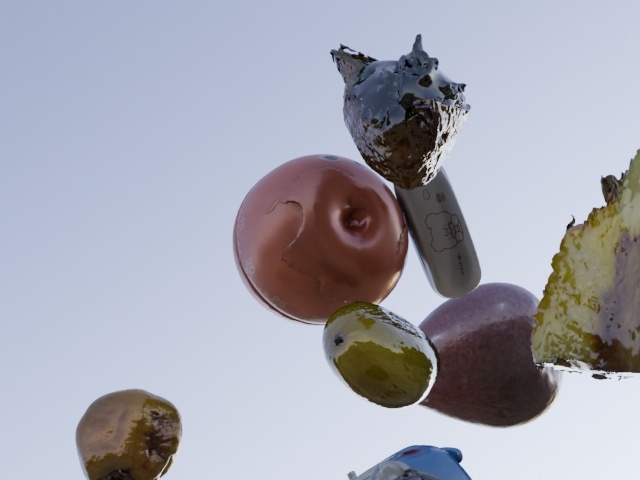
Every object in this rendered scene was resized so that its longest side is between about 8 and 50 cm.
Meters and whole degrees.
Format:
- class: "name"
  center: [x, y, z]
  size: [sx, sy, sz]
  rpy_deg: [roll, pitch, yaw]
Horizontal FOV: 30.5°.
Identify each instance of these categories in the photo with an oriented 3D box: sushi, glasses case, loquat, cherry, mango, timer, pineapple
- class: "sushi"
  center: [0.103, -0.167, 1.407]
  size: [0.149, 0.287, 0.140]
  rpy_deg: [-13, -59, -4]
- class: "glasses case"
  center: [0.157, -0.016, 1.574]
  size: [0.074, 0.193, 0.049]
  rpy_deg: [-22, 3, -15]
- class: "loquat"
  center: [-0.231, 0.244, 1.409]
  size: [0.137, 0.137, 0.113]
  rpy_deg: [-5, -41, -15]
- class: "cherry"
  center: [0.280, 0.203, 2.006]
  size: [0.307, 0.221, 0.261]
  rpy_deg: [-18, -61, 10]
- class: "mango"
  center: [0.070, 0.126, 1.330]
  size: [0.091, 0.137, 0.237]
  rpy_deg: [-50, -6, 5]
- class: "timer"
  center: [0.000, 0.000, 1.566]
  size: [0.230, 0.229, 0.215]
  rpy_deg: [4, -14, -25]
- class: "pineapple"
  center: [0.434, 0.029, 1.367]
  size: [0.209, 0.286, 0.344]
  rpy_deg: [10, -7, -39]

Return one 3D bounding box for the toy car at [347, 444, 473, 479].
- class: "toy car"
  center: [0.115, 0.335, 1.034]
  size: [0.166, 0.314, 0.198]
  rpy_deg: [-15, -20, -36]
